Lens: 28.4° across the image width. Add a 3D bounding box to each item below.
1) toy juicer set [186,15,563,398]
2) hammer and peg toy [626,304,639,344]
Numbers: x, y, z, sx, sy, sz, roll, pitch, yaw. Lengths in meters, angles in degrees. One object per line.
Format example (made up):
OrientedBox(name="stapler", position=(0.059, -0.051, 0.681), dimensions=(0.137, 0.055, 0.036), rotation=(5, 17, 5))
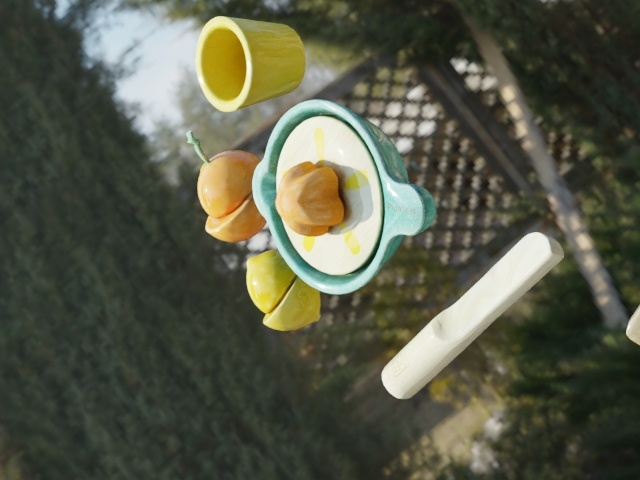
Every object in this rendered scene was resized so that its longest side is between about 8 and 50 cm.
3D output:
OrientedBox(name="toy juicer set", position=(0.000, 0.000, 0.891), dimensions=(0.089, 0.329, 0.209), rotation=(-12, -47, -40))
OrientedBox(name="hammer and peg toy", position=(0.539, 0.027, 1.418), dimensions=(0.361, 0.266, 0.127), rotation=(-62, -7, 25))
